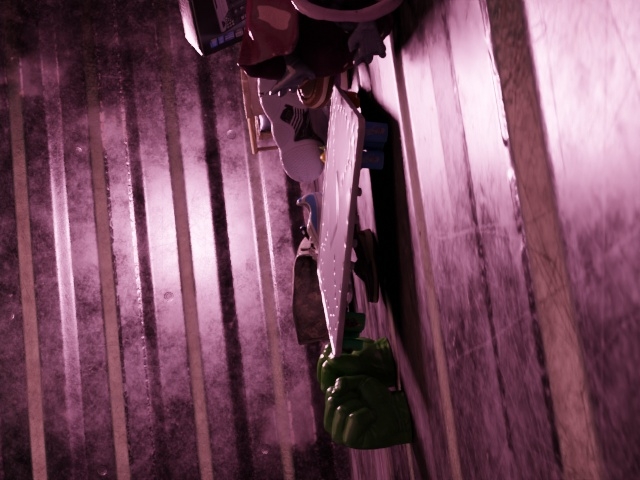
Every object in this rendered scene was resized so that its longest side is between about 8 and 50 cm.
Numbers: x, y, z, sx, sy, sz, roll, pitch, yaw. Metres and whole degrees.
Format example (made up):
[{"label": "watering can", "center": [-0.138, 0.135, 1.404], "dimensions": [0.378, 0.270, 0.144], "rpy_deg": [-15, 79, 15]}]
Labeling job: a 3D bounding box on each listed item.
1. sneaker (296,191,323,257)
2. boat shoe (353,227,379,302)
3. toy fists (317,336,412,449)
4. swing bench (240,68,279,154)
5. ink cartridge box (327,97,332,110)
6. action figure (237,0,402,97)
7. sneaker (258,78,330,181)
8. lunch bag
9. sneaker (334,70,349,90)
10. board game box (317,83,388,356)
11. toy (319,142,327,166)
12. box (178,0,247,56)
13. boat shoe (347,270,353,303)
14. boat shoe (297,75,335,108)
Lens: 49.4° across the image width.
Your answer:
[{"label": "sneaker", "center": [0.000, 0.000, 1.690], "dimensions": [0.085, 0.086, 0.238], "rpy_deg": [100, 156, -83]}, {"label": "boat shoe", "center": [0.084, 0.050, 1.341], "dimensions": [0.056, 0.049, 0.152], "rpy_deg": [83, -179, -62]}, {"label": "toy fists", "center": [0.068, 0.260, 1.237], "dimensions": [0.279, 0.142, 0.096], "rpy_deg": [-102, 6, -61]}, {"label": "swing bench", "center": [-0.115, -0.431, 2.258], "dimensions": [0.255, 0.253, 0.165], "rpy_deg": [86, 176, -58]}, {"label": "ink cartridge box", "center": [0.028, -0.358, 1.755], "dimensions": [0.048, 0.028, 0.083], "rpy_deg": [96, 166, -84]}, {"label": "action figure", "center": [-0.046, -0.394, 0.912], "dimensions": [0.276, 0.247, 0.371], "rpy_deg": [111, 150, -83]}, {"label": "sneaker", "center": [-0.056, -0.352, 1.787], "dimensions": [0.210, 0.137, 0.366], "rpy_deg": [-73, -25, -55]}, {"label": "lunch bag", "center": [-0.007, 0.136, 2.114], "dimensions": [0.235, 0.168, 0.287], "rpy_deg": [-72, -26, -76]}, {"label": "sneaker", "center": [-0.011, -0.372, 1.536], "dimensions": [0.283, 0.124, 0.107], "rpy_deg": [-114, 18, -82]}, {"label": "board game box", "center": [0.046, -0.055, 1.235], "dimensions": [0.390, 0.050, 0.390], "rpy_deg": [-104, 18, -69]}, {"label": "toy", "center": [0.045, -0.120, 1.706], "dimensions": [0.137, 0.056, 0.238], "rpy_deg": [-101, -1, -78]}, {"label": "box", "center": [-0.096, -0.476, 1.153], "dimensions": [0.076, 0.307, 0.243], "rpy_deg": [50, 157, 33]}, {"label": "boat shoe", "center": [0.061, 0.091, 1.951], "dimensions": [0.063, 0.066, 0.184], "rpy_deg": [85, -173, -52]}, {"label": "boat shoe", "center": [0.017, -0.358, 1.307], "dimensions": [0.095, 0.095, 0.258], "rpy_deg": [-20, 62, 50]}]
